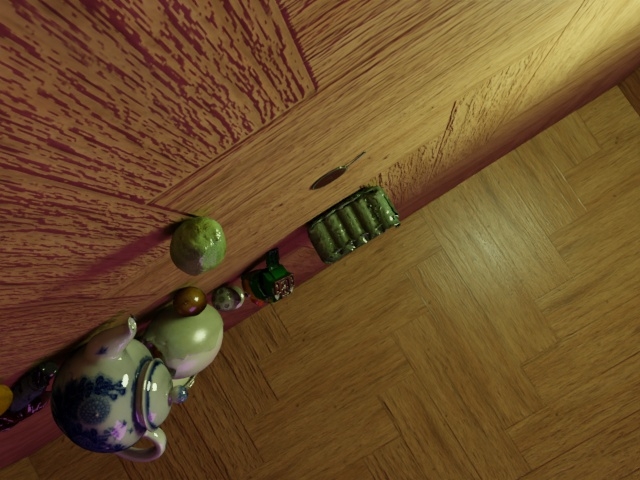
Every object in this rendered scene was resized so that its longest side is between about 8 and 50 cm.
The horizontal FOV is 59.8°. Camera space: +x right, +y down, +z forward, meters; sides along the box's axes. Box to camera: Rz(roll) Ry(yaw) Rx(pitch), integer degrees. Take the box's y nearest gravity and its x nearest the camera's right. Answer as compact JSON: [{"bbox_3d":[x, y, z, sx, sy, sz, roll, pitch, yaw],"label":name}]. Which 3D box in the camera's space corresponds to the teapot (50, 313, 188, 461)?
[{"bbox_3d":[-0.435,0.344,1.248,0.279,0.425,0.252,0,-151,2],"label":"teapot"}]

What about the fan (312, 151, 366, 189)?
[{"bbox_3d":[0.038,-0.137,1.104,0.133,0.005,0.085,-33,172,17],"label":"fan"}]

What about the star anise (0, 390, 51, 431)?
[{"bbox_3d":[-0.755,0.429,1.400,0.167,0.057,0.168,-31,172,-5],"label":"star anise"}]

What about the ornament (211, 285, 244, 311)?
[{"bbox_3d":[-0.269,0.171,1.636,0.081,0.075,0.156,9,176,6],"label":"ornament"}]

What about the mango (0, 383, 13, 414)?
[{"bbox_3d":[-0.639,0.311,1.065,0.080,0.061,0.114,-34,170,-7],"label":"mango"}]

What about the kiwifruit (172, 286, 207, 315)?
[{"bbox_3d":[-0.305,0.144,1.304,0.075,0.075,0.124,-31,177,-5],"label":"kiwifruit"}]

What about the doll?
[{"bbox_3d":[-0.157,0.115,1.581,0.106,0.135,0.186,-27,179,-44],"label":"doll"}]

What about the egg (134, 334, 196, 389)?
[{"bbox_3d":[-0.485,0.344,1.590,0.264,0.174,0.286,-30,-163,-10],"label":"egg"}]

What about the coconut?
[{"bbox_3d":[-0.185,0.009,0.844,0.087,0.088,0.096,-29,167,-21],"label":"coconut"}]

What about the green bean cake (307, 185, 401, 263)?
[{"bbox_3d":[0.095,-0.038,1.535,0.241,0.132,0.255,-32,175,7],"label":"green bean cake"}]

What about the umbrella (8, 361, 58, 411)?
[{"bbox_3d":[-0.623,0.317,1.207,0.250,0.052,0.053,-36,171,37],"label":"umbrella"}]

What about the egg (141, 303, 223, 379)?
[{"bbox_3d":[-0.336,0.242,1.409,0.217,0.183,0.183,-35,178,-45],"label":"egg"}]
